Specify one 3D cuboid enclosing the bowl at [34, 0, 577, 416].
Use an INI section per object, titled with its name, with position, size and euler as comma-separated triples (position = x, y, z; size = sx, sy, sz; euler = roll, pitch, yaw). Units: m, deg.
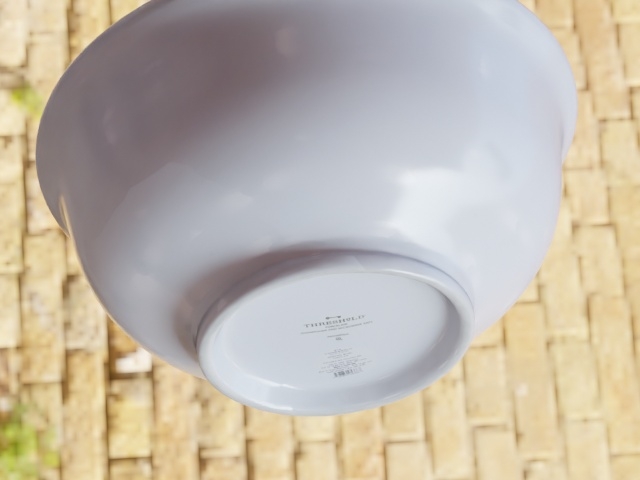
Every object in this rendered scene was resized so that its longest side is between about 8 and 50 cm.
[bowl]
position = 0.000, 0.000, 0.896
size = 0.298, 0.297, 0.134
euler = 90, -6, -54
